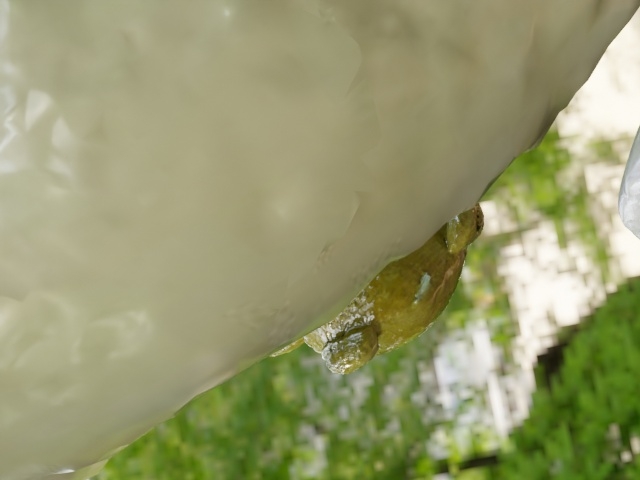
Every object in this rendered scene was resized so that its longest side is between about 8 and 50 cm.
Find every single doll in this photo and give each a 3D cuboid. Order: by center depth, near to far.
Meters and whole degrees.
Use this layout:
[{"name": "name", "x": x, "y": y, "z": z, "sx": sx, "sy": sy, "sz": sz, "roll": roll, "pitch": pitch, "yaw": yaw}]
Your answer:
[{"name": "doll", "x": 0.000, "y": 0.000, "z": 1.116, "sx": 0.097, "sy": 0.137, "sz": 0.209, "roll": 43, "pitch": 170, "yaw": -30}]

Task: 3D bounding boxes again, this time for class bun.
[{"name": "bun", "x": -0.093, "y": -0.091, "z": 0.483, "sx": 0.211, "sy": 0.360, "sz": 0.359, "roll": 52, "pitch": -171, "yaw": -22}]

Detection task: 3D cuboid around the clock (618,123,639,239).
[{"name": "clock", "x": 0.210, "y": -0.102, "z": 0.619, "sx": 0.189, "sy": 0.189, "sz": 0.254, "roll": 90, "pitch": -161, "yaw": -77}]
